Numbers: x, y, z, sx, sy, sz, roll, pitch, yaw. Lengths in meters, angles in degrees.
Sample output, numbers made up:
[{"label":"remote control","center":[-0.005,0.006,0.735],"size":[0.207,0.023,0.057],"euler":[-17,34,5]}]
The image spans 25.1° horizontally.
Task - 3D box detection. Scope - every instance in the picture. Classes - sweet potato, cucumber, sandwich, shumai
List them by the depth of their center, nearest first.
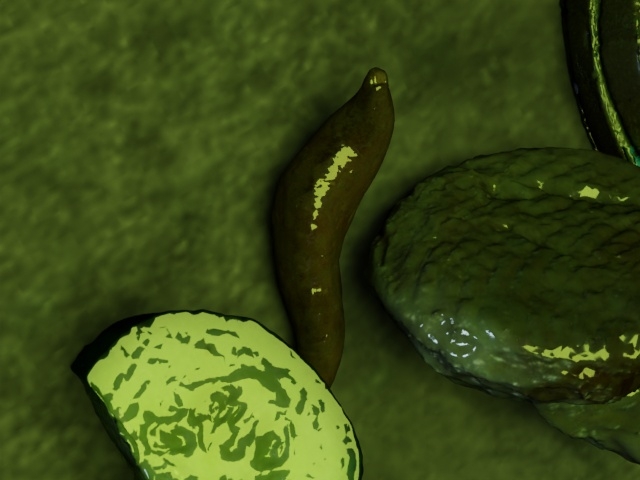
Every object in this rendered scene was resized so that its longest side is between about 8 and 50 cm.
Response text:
[{"label":"cucumber","center":[-0.072,0.136,0.910],"size":[0.191,0.130,0.191],"euler":[2,86,-25]},{"label":"sweet potato","center":[-0.002,0.001,0.977],"size":[0.069,0.059,0.249],"euler":[13,99,3]},{"label":"shumai","center":[0.160,0.069,1.009],"size":[0.272,0.222,0.203],"euler":[9,129,1]},{"label":"sandwich","center":[0.268,-0.123,1.087],"size":[0.159,0.079,0.235],"euler":[-3,92,-25]}]
